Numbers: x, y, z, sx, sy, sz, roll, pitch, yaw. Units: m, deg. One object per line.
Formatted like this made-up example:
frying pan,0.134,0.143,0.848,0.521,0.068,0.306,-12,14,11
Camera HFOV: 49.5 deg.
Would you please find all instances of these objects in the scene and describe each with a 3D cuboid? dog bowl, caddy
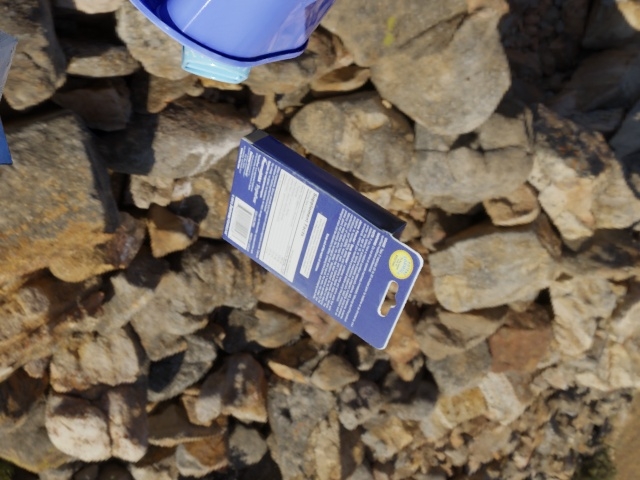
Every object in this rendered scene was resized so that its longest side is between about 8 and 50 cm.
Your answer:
dog bowl,-0.230,-0.405,1.539,0.165,0.297,0.074,13,95,-16
caddy,-0.115,-0.343,0.883,0.241,0.179,0.341,49,33,4

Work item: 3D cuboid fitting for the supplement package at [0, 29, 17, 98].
supplement package,-0.589,-0.205,0.951,0.198,0.263,0.199,27,119,-10

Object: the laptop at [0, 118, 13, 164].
laptop,-0.732,-0.365,1.380,0.236,0.407,0.382,-16,90,-37

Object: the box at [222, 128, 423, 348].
box,0.000,0.000,0.711,0.036,0.225,0.137,-33,151,-44
